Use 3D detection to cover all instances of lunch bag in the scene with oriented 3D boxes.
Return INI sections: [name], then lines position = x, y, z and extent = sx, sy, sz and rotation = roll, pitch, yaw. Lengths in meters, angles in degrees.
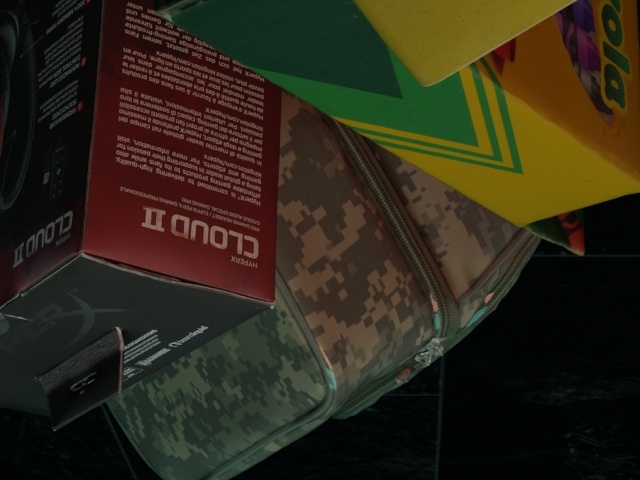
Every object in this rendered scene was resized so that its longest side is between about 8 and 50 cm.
[lunch bag]
position = 0.000, 0.000, 1.165
extent = 0.256, 0.213, 0.305
rotation = -31, 175, -33

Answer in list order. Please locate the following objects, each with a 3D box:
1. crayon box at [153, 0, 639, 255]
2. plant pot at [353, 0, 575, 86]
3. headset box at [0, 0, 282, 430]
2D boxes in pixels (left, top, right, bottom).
[crayon box]
position = 0.064, -0.140, 0.861
extent = 0.081, 0.202, 0.318
rotation = -17, 151, 36
[plant pot]
position = 0.070, -0.222, 0.663
extent = 0.187, 0.212, 0.212
rotation = 40, 143, -18
[headset box]
position = -0.120, -0.050, 0.955
extent = 0.110, 0.293, 0.218
rotation = 16, 151, -30
